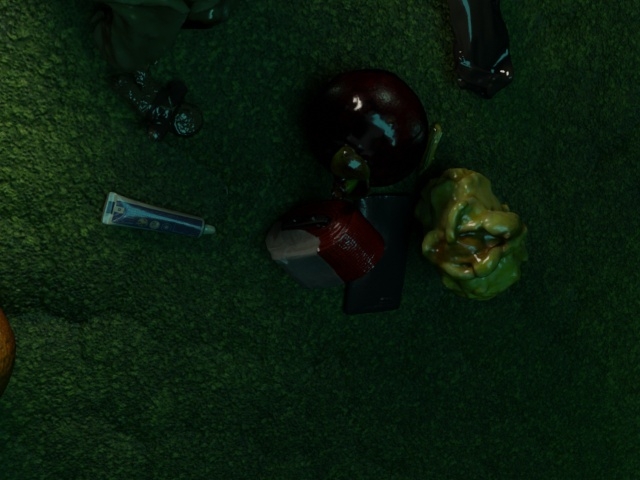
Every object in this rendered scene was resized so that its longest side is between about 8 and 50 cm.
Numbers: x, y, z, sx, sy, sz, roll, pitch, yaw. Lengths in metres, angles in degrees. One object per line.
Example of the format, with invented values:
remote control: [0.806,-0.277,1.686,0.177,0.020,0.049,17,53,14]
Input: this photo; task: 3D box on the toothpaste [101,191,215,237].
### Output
toothpaste: [-0.271,-0.036,1.510,0.197,0.035,0.057,13,99,-25]

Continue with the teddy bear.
teddy bear: [-0.263,-0.219,1.420,0.160,0.078,0.119,40,56,-25]

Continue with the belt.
belt: [0.000,0.000,1.565,0.124,0.200,0.128,47,47,-35]

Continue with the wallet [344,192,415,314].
wallet: [0.112,0.028,1.718,0.124,0.025,0.244,-3,112,-24]

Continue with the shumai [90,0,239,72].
shumai: [-0.230,-0.438,1.235,0.395,0.395,0.348,-42,146,-4]

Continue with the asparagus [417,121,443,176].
asparagus: [0.207,-0.169,1.685,0.025,0.021,0.108,12,105,-29]

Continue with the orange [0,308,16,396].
orange: [-0.598,0.174,1.331,0.264,0.264,0.264,-9,114,-21]

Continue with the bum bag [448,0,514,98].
bum bag: [0.270,-0.407,1.592,0.142,0.079,0.326,-24,115,-23]

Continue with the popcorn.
popcorn: [0.278,-0.011,1.671,0.194,0.255,0.256,-19,91,2]

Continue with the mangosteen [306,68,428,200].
mangosteen: [0.074,-0.180,1.503,0.216,0.216,0.216,-9,114,-21]
